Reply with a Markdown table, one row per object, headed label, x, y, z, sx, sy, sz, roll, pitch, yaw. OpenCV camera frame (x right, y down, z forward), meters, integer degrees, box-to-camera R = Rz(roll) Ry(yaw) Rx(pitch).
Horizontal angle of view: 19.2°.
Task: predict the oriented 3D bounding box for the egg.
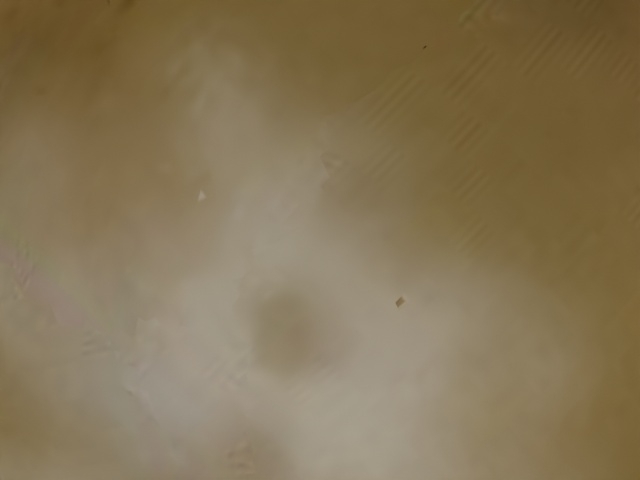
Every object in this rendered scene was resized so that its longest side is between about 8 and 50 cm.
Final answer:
| label | x | y | z | sx | sy | sz | roll | pitch | yaw |
| --- | --- | --- | --- | --- | --- | --- | --- | --- | --- |
| egg | 0.000 | 0.000 | 0.649 | 0.301 | 0.301 | 0.374 | 59 | 162 | -17 |
